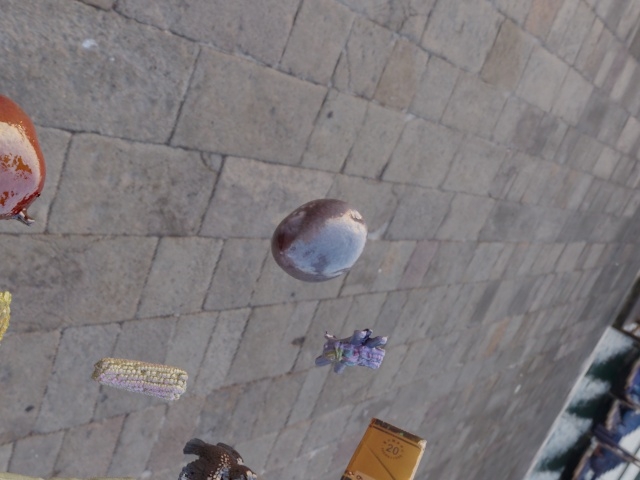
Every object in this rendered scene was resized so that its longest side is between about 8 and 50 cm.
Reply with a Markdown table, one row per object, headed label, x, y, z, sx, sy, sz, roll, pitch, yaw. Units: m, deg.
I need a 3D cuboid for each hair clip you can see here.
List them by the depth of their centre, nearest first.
| label | x | y | z | sx | sy | sz | roll | pitch | yaw |
| --- | --- | --- | --- | --- | --- | --- | --- | --- | --- |
| hair clip | 0.066 | 0.248 | 1.383 | 0.278 | 0.137 | 0.090 | 148 | -39 | -70 |

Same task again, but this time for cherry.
| label | x | y | z | sx | sy | sz | roll | pitch | yaw |
| --- | --- | --- | --- | --- | --- | --- | --- | --- | --- |
| cherry | 0.000 | 0.000 | 1.432 | 0.266 | 0.184 | 0.213 | -14 | 151 | -53 |

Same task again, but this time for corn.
| label | x | y | z | sx | sy | sz | roll | pitch | yaw |
| --- | --- | --- | --- | --- | --- | --- | --- | --- | --- |
| corn | -0.644 | 0.490 | 2.241 | 0.335 | 0.126 | 0.127 | 20 | 102 | -24 |

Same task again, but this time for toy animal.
| label | x | y | z | sx | sy | sz | roll | pitch | yaw |
| --- | --- | --- | --- | --- | --- | --- | --- | --- | --- |
| toy animal | -0.254 | 0.564 | 1.570 | 0.218 | 0.179 | 0.116 | -4 | 88 | -67 |

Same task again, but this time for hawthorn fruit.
| label | x | y | z | sx | sy | sz | roll | pitch | yaw |
| --- | --- | --- | --- | --- | --- | --- | --- | --- | --- |
| hawthorn fruit | -0.768 | -0.187 | 1.405 | 0.295 | 0.295 | 0.311 | -43 | 152 | -21 |

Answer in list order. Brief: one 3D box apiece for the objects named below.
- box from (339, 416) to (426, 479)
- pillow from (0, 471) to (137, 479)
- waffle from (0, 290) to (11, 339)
| label | x | y | z | sx | sy | sz | roll | pitch | yaw |
| --- | --- | --- | --- | --- | --- | --- | --- | --- | --- |
| box | 0.023 | 0.313 | 0.610 | 0.237 | 0.070 | 0.152 | -46 | 152 | -47 |
| pillow | -0.313 | 0.425 | 0.679 | 0.255 | 0.119 | 0.322 | 28 | 64 | -49 |
| waffle | -0.899 | 0.271 | 1.660 | 0.281 | 0.060 | 0.262 | -79 | -170 | -45 |
